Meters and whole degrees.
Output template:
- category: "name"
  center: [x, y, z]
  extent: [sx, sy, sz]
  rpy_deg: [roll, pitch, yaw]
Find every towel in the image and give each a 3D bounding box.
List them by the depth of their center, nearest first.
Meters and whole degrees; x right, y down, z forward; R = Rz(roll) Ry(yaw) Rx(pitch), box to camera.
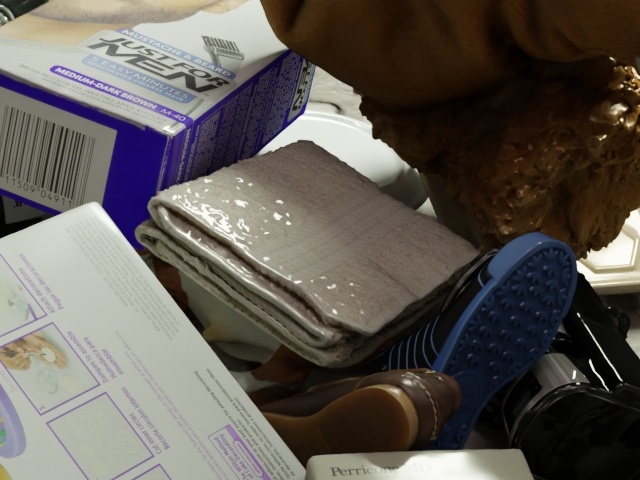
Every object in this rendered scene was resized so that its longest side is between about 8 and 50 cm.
- category: "towel"
  center: [0.000, 0.000, 1.304]
  extent: [0.187, 0.049, 0.282]
  rpy_deg: [35, 25, 13]

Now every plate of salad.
- category: "plate of salad"
  center: [0.002, -0.063, 1.574]
  extent: [0.200, 0.048, 0.200]
  rpy_deg: [10, 30, -6]

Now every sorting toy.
- category: "sorting toy"
  center: [0.196, -0.013, 1.535]
  extent: [0.193, 0.038, 0.208]
  rpy_deg: [-4, 42, -17]

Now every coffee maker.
- category: "coffee maker"
  center: [0.194, 0.100, 1.300]
  extent: [0.171, 0.120, 0.178]
  rpy_deg: [-3, 35, -17]

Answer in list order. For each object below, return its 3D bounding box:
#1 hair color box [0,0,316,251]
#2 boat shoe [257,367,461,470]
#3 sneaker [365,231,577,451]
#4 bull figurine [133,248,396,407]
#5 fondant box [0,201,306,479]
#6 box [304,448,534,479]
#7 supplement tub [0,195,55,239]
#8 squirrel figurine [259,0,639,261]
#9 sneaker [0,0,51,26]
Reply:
- category: "hair color box"
  center: [-0.141, -0.126, 1.401]
  extent: [0.185, 0.110, 0.339]
  rpy_deg: [21, 26, 11]
- category: "boat shoe"
  center: [0.007, 0.135, 1.184]
  extent: [0.207, 0.073, 0.073]
  rpy_deg: [-18, 3, 41]
- category: "sneaker"
  center: [0.087, 0.083, 1.226]
  extent: [0.081, 0.232, 0.090]
  rpy_deg: [31, 7, -36]
- category: "bull figurine"
  center: [-0.076, 0.039, 1.360]
  extent: [0.188, 0.101, 0.310]
  rpy_deg: [-24, 42, -33]
- category: "fondant box"
  center: [-0.199, 0.137, 1.043]
  extent: [0.330, 0.096, 0.238]
  rpy_deg: [-26, 73, -47]
- category: "box"
  center: [0.074, 0.247, 1.042]
  extent: [0.149, 0.126, 0.232]
  rpy_deg: [-1, 34, -12]
- category: "supplement tub"
  center: [-0.311, -0.030, 1.399]
  extent: [0.190, 0.117, 0.117]
  rpy_deg: [-18, 41, -34]
- category: "squirrel figurine"
  center: [0.182, -0.177, 1.387]
  extent: [0.370, 0.397, 0.281]
  rpy_deg: [13, 44, 32]
- category: "sneaker"
  center: [-0.284, -0.189, 1.670]
  extent: [0.385, 0.145, 0.147]
  rpy_deg: [-25, 14, -37]
